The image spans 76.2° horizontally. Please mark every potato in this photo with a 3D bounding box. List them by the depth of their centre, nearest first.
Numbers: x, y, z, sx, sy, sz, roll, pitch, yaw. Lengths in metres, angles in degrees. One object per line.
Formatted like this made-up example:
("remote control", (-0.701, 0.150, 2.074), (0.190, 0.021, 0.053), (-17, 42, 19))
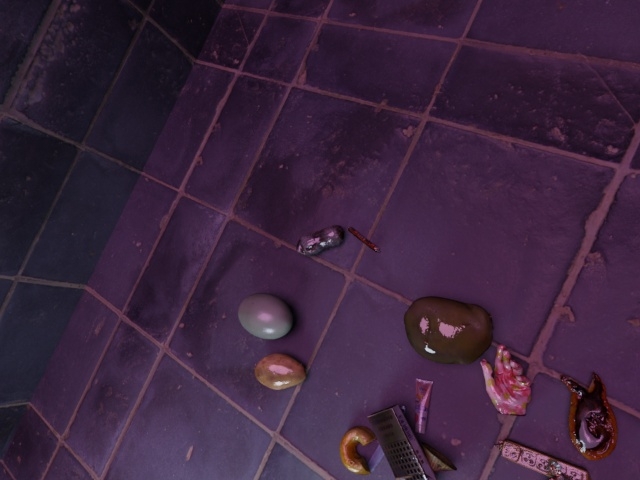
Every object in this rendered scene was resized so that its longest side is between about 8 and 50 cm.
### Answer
("potato", (0.473, 0.341, 1.540), (0.326, 0.221, 0.243), (11, 80, 22))
("potato", (-0.182, 0.586, 1.845), (0.234, 0.128, 0.161), (-20, 85, 14))

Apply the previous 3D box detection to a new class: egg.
("egg", (-0.254, 0.347, 1.885), (0.282, 0.203, 0.203), (12, 83, 32))

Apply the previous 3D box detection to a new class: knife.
("knife", (0.267, 0.800, 1.639), (0.044, 0.019, 0.313), (31, 93, 27))

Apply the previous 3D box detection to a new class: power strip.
("power strip", (0.758, 0.763, 1.403), (0.305, 0.044, 0.064), (13, 84, 27))

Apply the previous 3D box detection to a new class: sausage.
("sausage", (0.196, -0.006, 1.864), (0.028, 0.025, 0.198), (-38, 61, -24))

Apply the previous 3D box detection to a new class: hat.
("hat", (0.416, 0.813, 1.489), (0.146, 0.146, 0.067), (30, 83, 28))

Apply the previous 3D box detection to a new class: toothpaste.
("toothpaste", (0.400, 0.649, 1.602), (0.067, 0.043, 0.194), (0, 72, 28))

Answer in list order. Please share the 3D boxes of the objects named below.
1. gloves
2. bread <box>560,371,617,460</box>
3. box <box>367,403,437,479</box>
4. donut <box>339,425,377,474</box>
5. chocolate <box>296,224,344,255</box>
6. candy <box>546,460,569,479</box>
("gloves", (0.672, 0.497, 1.469), (0.145, 0.126, 0.241), (-10, 75, 48))
("bread", (0.900, 0.584, 1.364), (0.139, 0.095, 0.269), (-7, 61, 21))
("box", (0.310, 0.799, 1.539), (0.180, 0.047, 0.325), (-49, 61, 47))
("donut", (0.142, 0.847, 1.650), (0.146, 0.078, 0.181), (6, 76, 28))
("chocolate", (0.000, 0.000, 1.911), (0.248, 0.110, 0.110), (-18, 71, 17))
("candy", (0.802, 0.863, 1.329), (0.086, 0.059, 0.292), (-23, 86, 27))
